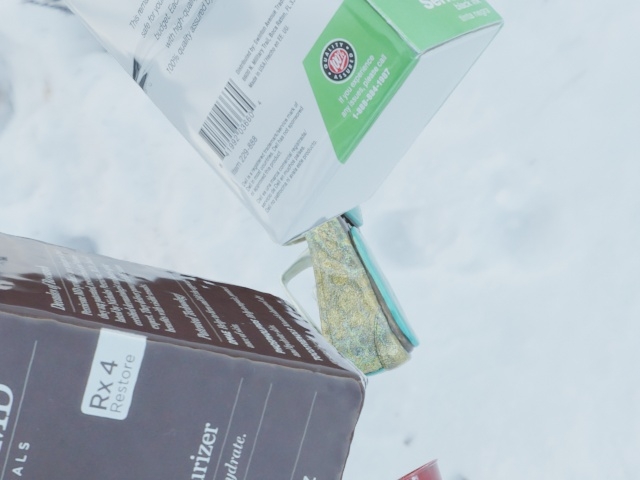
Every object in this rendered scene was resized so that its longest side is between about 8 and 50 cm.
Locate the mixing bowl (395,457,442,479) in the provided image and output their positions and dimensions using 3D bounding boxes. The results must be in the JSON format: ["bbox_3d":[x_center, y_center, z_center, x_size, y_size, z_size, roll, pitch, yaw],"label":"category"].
[{"bbox_3d":[0.063,0.306,1.404,0.181,0.181,0.098,-35,79,29],"label":"mixing bowl"}]

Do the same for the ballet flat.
[{"bbox_3d":[0.000,0.000,1.507,0.123,0.123,0.348,-42,51,29],"label":"ballet flat"}]

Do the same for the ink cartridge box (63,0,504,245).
[{"bbox_3d":[-0.042,-0.178,1.024,0.289,0.121,0.211,49,133,12],"label":"ink cartridge box"}]

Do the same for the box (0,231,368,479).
[{"bbox_3d":[-0.111,0.107,0.750,0.203,0.167,0.168,13,100,-20],"label":"box"}]
